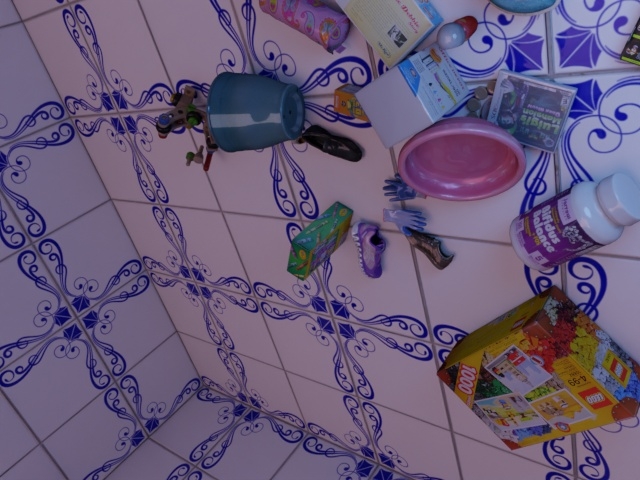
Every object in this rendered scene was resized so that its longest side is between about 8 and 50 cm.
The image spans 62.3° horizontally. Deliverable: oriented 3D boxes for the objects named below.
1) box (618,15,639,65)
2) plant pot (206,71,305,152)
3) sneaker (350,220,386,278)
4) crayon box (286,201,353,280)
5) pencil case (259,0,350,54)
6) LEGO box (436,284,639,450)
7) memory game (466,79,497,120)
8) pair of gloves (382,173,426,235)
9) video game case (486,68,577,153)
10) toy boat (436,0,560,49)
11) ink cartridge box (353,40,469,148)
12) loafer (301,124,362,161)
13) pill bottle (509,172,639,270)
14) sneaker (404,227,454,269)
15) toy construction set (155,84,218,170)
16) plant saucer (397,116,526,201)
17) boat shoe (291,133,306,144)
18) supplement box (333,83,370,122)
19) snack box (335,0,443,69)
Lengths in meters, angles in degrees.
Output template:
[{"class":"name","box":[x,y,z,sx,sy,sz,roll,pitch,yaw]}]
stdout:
[{"class":"box","box":[0.736,-0.422,1.056,0.190,0.045,0.184,29,140,22]},{"class":"plant pot","box":[-0.199,-0.428,1.779,0.255,0.272,0.272,6,126,23]},{"class":"sneaker","box":[0.191,0.038,1.921,0.104,0.095,0.236,0,120,35]},{"class":"crayon box","box":[0.000,0.000,1.914,0.081,0.278,0.165,33,139,18]},{"class":"pencil case","box":[-0.043,-0.655,1.541,0.284,0.124,0.124,36,140,13]},{"class":"LEGO box","box":[0.679,0.425,1.693,0.372,0.193,0.500,45,141,6]},{"class":"memory game","box":[0.474,-0.335,1.401,0.186,0.012,0.186,25,136,27]},{"class":"pair of gloves","box":[0.273,-0.113,1.726,0.159,0.023,0.198,13,112,31]},{"class":"video game case","box":[0.523,-0.325,1.336,0.190,0.022,0.173,25,136,25]},{"class":"toy boat","box":[0.385,-0.564,1.186,0.267,0.148,0.318,45,141,5]},{"class":"ink cartridge box","box":[0.245,-0.386,1.399,0.168,0.232,0.171,-23,104,48]},{"class":"loafer","box":[0.036,-0.316,1.777,0.223,0.078,0.076,31,138,21]},{"class":"pill bottle","box":[0.649,-0.047,1.349,0.169,0.169,0.301,49,141,-1]},{"class":"sneaker","box":[0.364,0.010,1.767,0.188,0.066,0.071,44,121,2]},{"class":"toy construction set","box":[-0.487,-0.463,2.104,0.257,0.237,0.309,2,147,8]},{"class":"plant saucer","box":[0.378,-0.223,1.429,0.332,0.084,0.332,7,155,3]},{"class":"boat shoe","box":[-0.074,-0.357,1.883,0.100,0.035,0.035,4,124,41]},{"class":"supplement box","box":[0.153,-0.403,1.597,0.233,0.080,0.078,26,134,29]},{"class":"snack box","box":[0.156,-0.642,1.409,0.322,0.060,0.187,51,142,-3]}]
